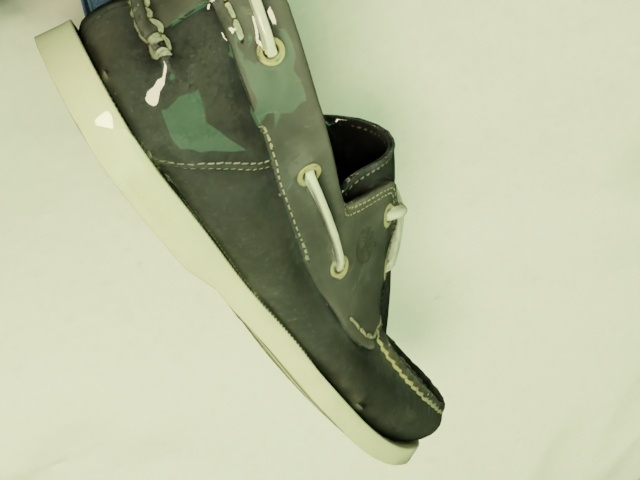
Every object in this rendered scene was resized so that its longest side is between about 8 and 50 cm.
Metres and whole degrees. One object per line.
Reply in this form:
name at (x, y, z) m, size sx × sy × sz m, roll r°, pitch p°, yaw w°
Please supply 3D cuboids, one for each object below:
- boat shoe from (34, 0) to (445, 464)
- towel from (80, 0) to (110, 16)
boat shoe at (0.000, 0.000, 0.464) m, size 0.079 × 0.084 × 0.233 m, roll -36°, pitch 135°, yaw -2°
towel at (-0.042, -0.070, 0.458) m, size 0.067 × 0.029 × 0.119 m, roll -24°, pitch 136°, yaw -15°
